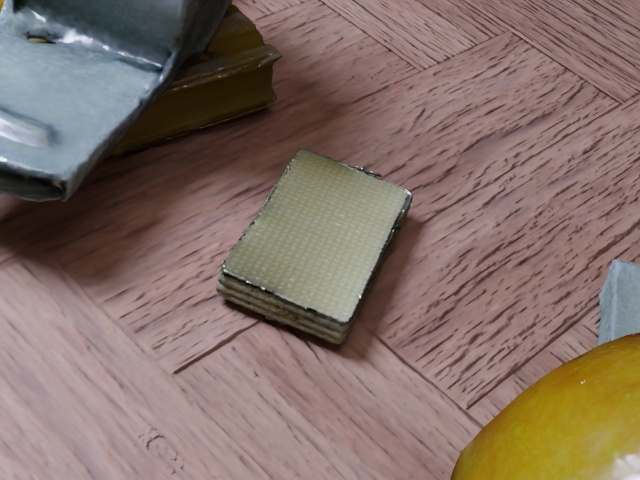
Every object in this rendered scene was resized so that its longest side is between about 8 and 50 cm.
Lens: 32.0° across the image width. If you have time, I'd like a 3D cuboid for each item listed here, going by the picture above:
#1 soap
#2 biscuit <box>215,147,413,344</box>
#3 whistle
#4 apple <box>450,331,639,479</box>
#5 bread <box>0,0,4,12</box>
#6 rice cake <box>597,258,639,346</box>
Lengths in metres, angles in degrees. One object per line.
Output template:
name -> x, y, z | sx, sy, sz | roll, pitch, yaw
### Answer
soap -> -0.166, -0.162, 1.075 | 0.233, 0.076, 0.135 | -21, 54, -32
biscuit -> 0.000, 0.000, 0.978 | 0.121, 0.041, 0.199 | 21, 41, 9
whistle -> -0.188, -0.211, 0.975 | 0.168, 0.188, 0.405 | 24, 78, 2
apple -> 0.237, 0.229, 0.616 | 0.384, 0.374, 0.374 | 16, 32, -47
bread -> -0.346, -0.209, 1.072 | 0.139, 0.077, 0.271 | 20, 41, 11
rice cake -> 0.274, 0.102, 0.947 | 0.085, 0.040, 0.226 | 20, 42, 4
